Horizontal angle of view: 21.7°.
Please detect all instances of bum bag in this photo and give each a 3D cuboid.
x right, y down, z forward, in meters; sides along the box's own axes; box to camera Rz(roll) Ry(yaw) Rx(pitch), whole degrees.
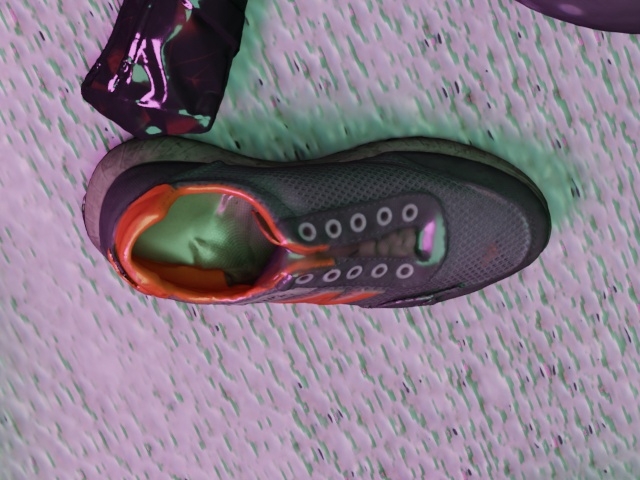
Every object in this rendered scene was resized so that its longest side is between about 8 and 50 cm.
[{"bbox_3d":[-0.050,-0.097,0.652,0.058,0.034,0.124,21,106,0],"label":"bum bag"}]

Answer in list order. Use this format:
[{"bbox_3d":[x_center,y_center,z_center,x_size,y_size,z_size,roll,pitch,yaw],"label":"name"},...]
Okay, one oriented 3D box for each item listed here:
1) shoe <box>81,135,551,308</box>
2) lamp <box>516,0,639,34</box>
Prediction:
[{"bbox_3d":[0.002,0.000,0.672,0.194,0.077,0.074,3,109,-9],"label":"shoe"},{"bbox_3d":[0.179,-0.173,0.585,0.314,0.182,0.182,-10,111,-10],"label":"lamp"}]
